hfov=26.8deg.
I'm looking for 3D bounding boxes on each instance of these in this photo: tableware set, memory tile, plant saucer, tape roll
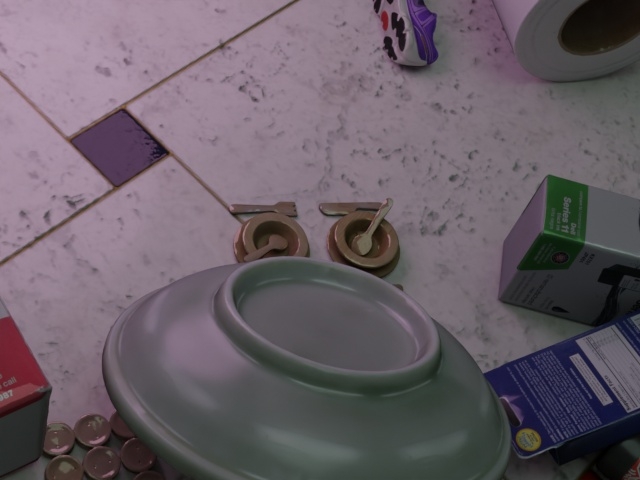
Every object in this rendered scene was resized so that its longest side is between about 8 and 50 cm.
[{"bbox_3d":[0.000,0.000,1.501,0.194,0.039,0.128,-2,58,-16],"label":"tableware set"},{"bbox_3d":[-0.207,0.235,1.305,0.113,0.012,0.148,-12,62,-22],"label":"memory tile"},{"bbox_3d":[-0.001,0.108,1.267,0.400,0.101,0.400,12,26,-6],"label":"plant saucer"},{"bbox_3d":[0.334,-0.339,1.694,0.246,0.246,0.169,-6,60,-19],"label":"tape roll"}]

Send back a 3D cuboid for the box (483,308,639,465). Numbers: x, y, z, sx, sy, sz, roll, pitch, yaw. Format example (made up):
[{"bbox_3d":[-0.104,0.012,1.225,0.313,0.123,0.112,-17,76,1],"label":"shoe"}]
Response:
[{"bbox_3d":[0.289,0.156,1.424,0.225,0.036,0.136,-20,39,-6],"label":"box"}]

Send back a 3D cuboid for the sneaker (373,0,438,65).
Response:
[{"bbox_3d":[0.114,-0.294,1.725,0.071,0.068,0.170,7,63,-29],"label":"sneaker"}]

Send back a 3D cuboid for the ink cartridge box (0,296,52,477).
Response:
[{"bbox_3d":[-0.462,0.071,1.248,0.279,0.160,0.385,-23,67,-25],"label":"ink cartridge box"}]

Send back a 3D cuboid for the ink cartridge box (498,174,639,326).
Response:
[{"bbox_3d":[0.323,0.024,1.506,0.208,0.153,0.087,14,55,-5],"label":"ink cartridge box"}]

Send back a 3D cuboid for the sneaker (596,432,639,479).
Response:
[{"bbox_3d":[0.429,0.204,1.457,0.145,0.090,0.270,43,60,12],"label":"sneaker"}]
